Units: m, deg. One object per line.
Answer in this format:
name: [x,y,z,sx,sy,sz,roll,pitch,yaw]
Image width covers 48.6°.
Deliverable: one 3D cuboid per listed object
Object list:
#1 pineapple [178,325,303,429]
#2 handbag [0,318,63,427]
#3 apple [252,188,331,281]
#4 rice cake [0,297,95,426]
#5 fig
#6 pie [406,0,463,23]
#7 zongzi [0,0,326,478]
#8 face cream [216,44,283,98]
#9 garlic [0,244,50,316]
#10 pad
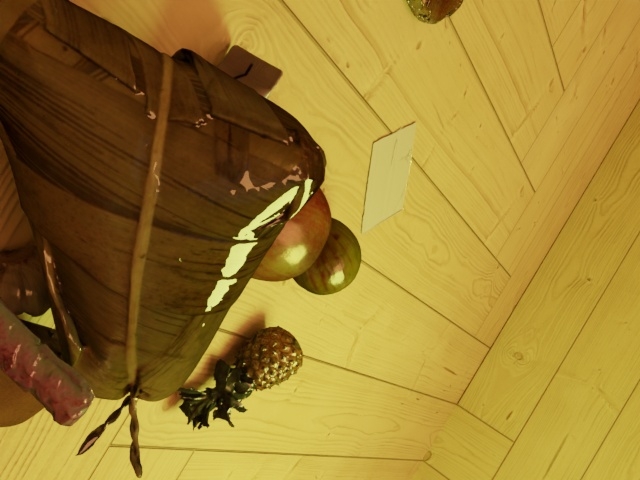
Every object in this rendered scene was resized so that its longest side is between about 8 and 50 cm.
pineapple: [-0.150,0.263,1.325,0.251,0.125,0.125,-31,139,-31]
handbag: [-0.408,0.162,0.868,0.151,0.072,0.193,-38,152,6]
apple: [-0.083,-0.033,1.090,0.174,0.188,0.188,30,90,-53]
rice cake: [-0.350,0.084,0.754,0.081,0.290,0.051,-32,-169,41]
fig: [-0.008,0.013,1.310,0.142,0.148,0.186,-42,109,-3]
pie: [0.219,-0.488,1.277,0.195,0.046,0.195,-34,140,-34]
zongzi: [-0.305,-0.020,0.797,0.467,0.218,0.500,26,113,-18]
face cream: [-0.162,-0.135,0.957,0.096,0.154,0.274,30,98,-38]
garlic: [-0.355,0.054,0.884,0.113,0.074,0.094,-43,139,-54]
pad: [0.146,-0.132,1.515,0.156,0.004,0.232,-30,139,-38]
